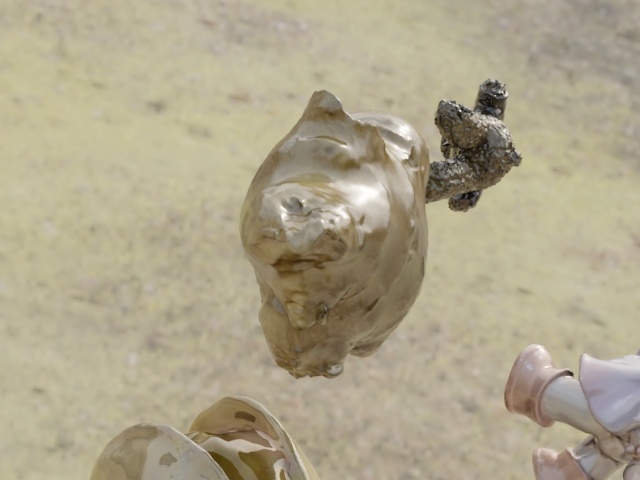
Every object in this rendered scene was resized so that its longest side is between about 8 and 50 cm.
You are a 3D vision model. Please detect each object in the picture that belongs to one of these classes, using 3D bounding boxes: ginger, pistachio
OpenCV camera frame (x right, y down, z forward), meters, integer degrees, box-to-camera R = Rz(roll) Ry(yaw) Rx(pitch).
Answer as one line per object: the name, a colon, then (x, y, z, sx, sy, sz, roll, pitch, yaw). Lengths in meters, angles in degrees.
ginger: (0.000, 0.000, 1.262, 0.123, 0.219, 0.270, 10, 9, 21)
pistachio: (-0.079, 0.286, 1.353, 0.238, 0.321, 0.229, -5, 6, 45)

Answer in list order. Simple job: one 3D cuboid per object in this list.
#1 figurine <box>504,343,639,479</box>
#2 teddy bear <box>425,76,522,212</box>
figurine: (0.262, 0.106, 1.200, 0.200, 0.276, 0.133, 27, 49, -54)
teddy bear: (0.133, -0.076, 1.480, 0.078, 0.119, 0.160, 16, 11, 10)
